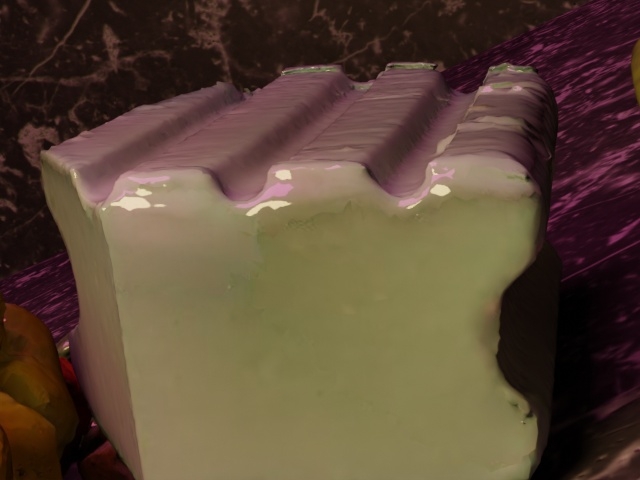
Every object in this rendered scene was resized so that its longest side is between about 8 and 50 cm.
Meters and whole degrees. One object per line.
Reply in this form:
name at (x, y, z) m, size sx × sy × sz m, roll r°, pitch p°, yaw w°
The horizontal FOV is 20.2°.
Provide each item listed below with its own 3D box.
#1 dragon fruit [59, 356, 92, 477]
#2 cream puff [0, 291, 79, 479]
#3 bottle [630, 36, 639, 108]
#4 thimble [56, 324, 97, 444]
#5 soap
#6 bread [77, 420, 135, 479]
dragon fruit at (-0.235, 0.097, 1.050) m, size 0.192 × 0.122 × 0.092 m, roll 5°, pitch 33°, yaw -17°
cream puff at (-0.228, 0.121, 0.811) m, size 0.257 × 0.291 × 0.324 m, roll 14°, pitch 15°, yaw 43°
bottle at (0.332, -0.128, 1.133) m, size 0.260 × 0.112 × 0.112 m, roll -22°, pitch 9°, yaw 27°
thimble at (-0.161, 0.103, 1.320) m, size 0.110 × 0.084 × 0.062 m, roll -38°, pitch 5°, yaw 7°
soap at (0.000, 0.000, 0.981) m, size 0.261 × 0.156 × 0.446 m, roll -3°, pitch 12°, yaw 9°
bread at (-0.082, 0.116, 1.059) m, size 0.117 × 0.064 × 0.156 m, roll -29°, pitch 9°, yaw 9°
